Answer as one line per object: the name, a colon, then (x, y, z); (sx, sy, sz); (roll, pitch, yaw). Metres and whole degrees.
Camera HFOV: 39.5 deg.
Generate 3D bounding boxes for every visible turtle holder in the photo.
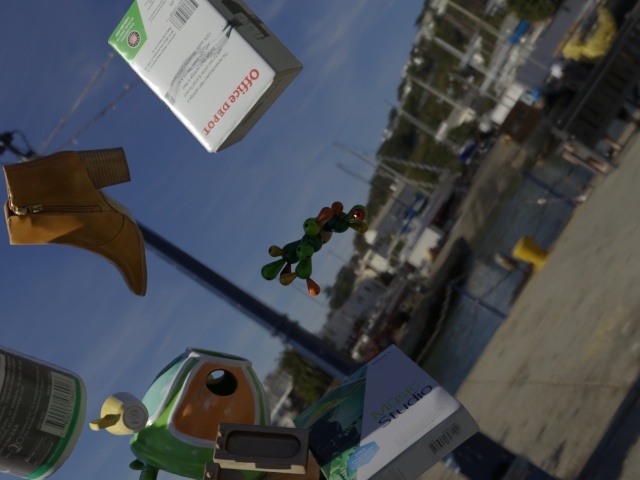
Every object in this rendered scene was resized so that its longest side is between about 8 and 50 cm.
turtle holder: (-0.191, 0.309, 1.557); (0.320, 0.243, 0.227); (27, -107, -77)

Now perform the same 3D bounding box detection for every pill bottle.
pill bottle: (-0.599, 0.265, 1.508); (0.204, 0.361, 0.204); (-29, 46, 35)

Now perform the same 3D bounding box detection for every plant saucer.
plant saucer: (-0.074, 0.471, 1.598); (0.200, 0.037, 0.200); (-33, -31, -23)

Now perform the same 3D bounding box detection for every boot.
boot: (-0.414, -0.014, 1.506); (0.104, 0.211, 0.295); (-132, 31, -57)

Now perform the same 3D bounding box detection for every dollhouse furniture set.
dollhouse furniture set: (-0.066, 0.268, 1.037); (0.123, 0.144, 0.151); (86, -171, -51)

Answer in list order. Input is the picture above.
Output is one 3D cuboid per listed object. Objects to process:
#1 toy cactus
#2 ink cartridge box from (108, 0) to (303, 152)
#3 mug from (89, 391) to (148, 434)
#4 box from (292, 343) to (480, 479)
toy cactus: (0.000, 0.000, 1.536); (0.219, 0.112, 0.180); (-44, 6, 18)
ink cartridge box: (-0.148, -0.240, 1.153); (0.153, 0.208, 0.087); (-44, -5, 29)
mug: (-0.281, 0.256, 1.277); (0.078, 0.062, 0.064); (-49, 18, -23)
box: (0.093, 0.299, 1.452); (0.232, 0.058, 0.322); (-36, 16, -6)
